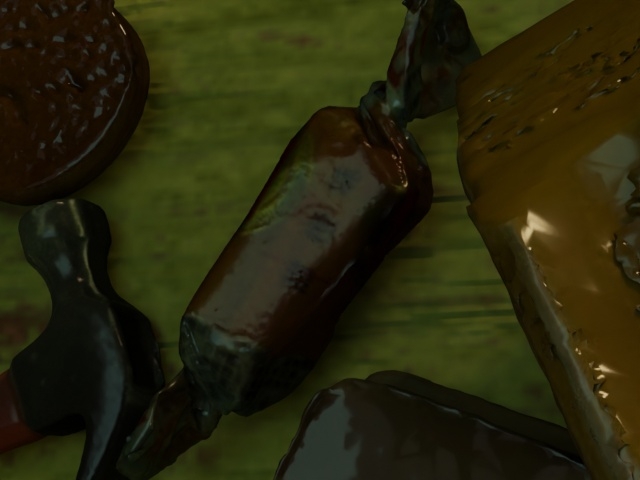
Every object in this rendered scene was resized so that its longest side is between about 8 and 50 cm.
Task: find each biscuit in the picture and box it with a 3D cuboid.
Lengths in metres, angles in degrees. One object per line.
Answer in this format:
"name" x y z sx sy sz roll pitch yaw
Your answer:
"biscuit" -0.152 -0.041 0.629 0.205 0.031 0.138 -8 74 19

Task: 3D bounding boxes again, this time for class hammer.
"hammer" -0.179 0.097 0.602 0.288 0.033 0.111 -27 67 13

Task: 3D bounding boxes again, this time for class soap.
"soap" 0.111 0.043 0.434 0.080 0.160 0.257 -29 66 13

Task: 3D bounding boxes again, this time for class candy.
"candy" 0.000 0.000 0.548 0.046 0.053 0.182 32 88 13

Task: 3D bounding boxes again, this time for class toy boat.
"toy boat" 0.019 0.132 0.499 0.116 0.061 0.188 19 84 24
